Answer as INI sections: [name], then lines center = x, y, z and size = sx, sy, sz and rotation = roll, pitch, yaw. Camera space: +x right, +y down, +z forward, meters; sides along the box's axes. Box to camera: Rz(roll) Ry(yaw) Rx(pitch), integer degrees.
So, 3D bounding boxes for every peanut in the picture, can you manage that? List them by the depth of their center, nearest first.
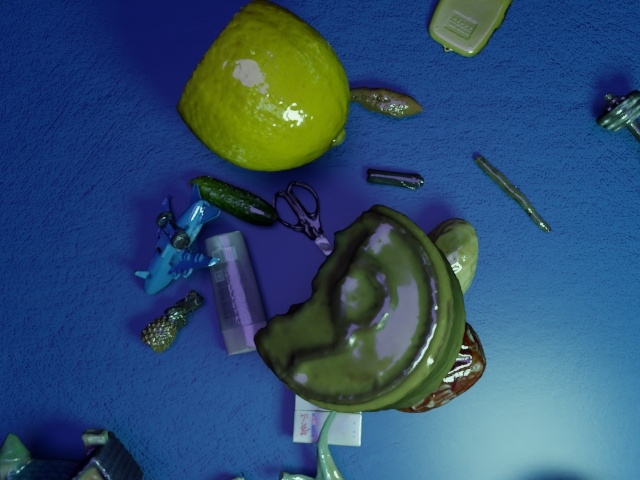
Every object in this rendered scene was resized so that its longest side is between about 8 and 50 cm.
[peanut]
center = 0.228, 0.078, 1.627
size = 0.291, 0.143, 0.159
rotation = -34, 89, 4

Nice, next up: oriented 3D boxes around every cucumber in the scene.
[cucumber]
center = -0.202, -0.093, 1.709
size = 0.227, 0.069, 0.069
rotation = 25, 86, 9

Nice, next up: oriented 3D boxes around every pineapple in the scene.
[pineapple]
center = -0.329, 0.178, 1.686
size = 0.074, 0.074, 0.159
rotation = 43, 83, 7

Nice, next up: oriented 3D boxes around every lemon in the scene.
[lemon]
center = -0.100, -0.300, 1.594
size = 0.364, 0.364, 0.364
rotation = 0, 84, 3

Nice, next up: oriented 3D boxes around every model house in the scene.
[model house]
center = -0.536, 0.540, 1.565
size = 0.312, 0.245, 0.280
rotation = 4, 91, -3

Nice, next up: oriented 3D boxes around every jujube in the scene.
[jujube]
center = 0.221, 0.263, 1.586
size = 0.243, 0.183, 0.183
rotation = -24, 83, 17

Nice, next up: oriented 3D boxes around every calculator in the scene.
[calculator]
center = 0.352, -0.540, 1.743
size = 0.157, 0.033, 0.236
rotation = 30, 88, 5

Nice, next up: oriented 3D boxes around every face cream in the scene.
[face cream]
center = -0.190, 0.118, 1.679
size = 0.107, 0.073, 0.269
rotation = -16, 83, 13

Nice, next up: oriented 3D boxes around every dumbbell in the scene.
[dumbbell]
center = 0.715, -0.227, 1.656
size = 0.110, 0.110, 0.254
rotation = -40, 89, -2

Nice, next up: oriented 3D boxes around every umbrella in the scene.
[umbrella]
center = 0.169, -0.139, 1.710
size = 0.133, 0.031, 0.036
rotation = 7, 110, 4

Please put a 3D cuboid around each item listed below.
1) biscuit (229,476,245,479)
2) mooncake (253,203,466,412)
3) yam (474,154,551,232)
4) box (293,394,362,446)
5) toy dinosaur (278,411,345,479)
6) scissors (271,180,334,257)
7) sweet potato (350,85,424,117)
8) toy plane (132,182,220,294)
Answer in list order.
[biscuit]
center = -0.289, 0.697, 1.607
size = 0.426, 0.078, 0.144
rotation = -41, 67, -2
[mooncake]
center = 0.078, 0.136, 1.463
size = 0.393, 0.246, 0.393
rotation = 1, 80, 24
[yam]
center = 0.437, -0.107, 1.695
size = 0.234, 0.029, 0.027
rotation = 47, 115, 5
[box]
center = 0.019, 0.327, 1.647
size = 0.150, 0.067, 0.233
rotation = 1, 84, 6
[toy dinosaur]
center = -0.004, 0.534, 1.597
size = 0.206, 0.092, 0.392
rotation = 12, 89, -10
[scissors]
center = 0.000, 0.000, 1.708
size = 0.109, 0.022, 0.300
rotation = -35, 83, 3
[sweet potato]
center = 0.136, -0.320, 1.719
size = 0.206, 0.060, 0.068
rotation = 14, 50, 15
[toy plane]
center = -0.324, 0.011, 1.670
size = 0.271, 0.105, 0.254
rotation = -51, 50, 9
